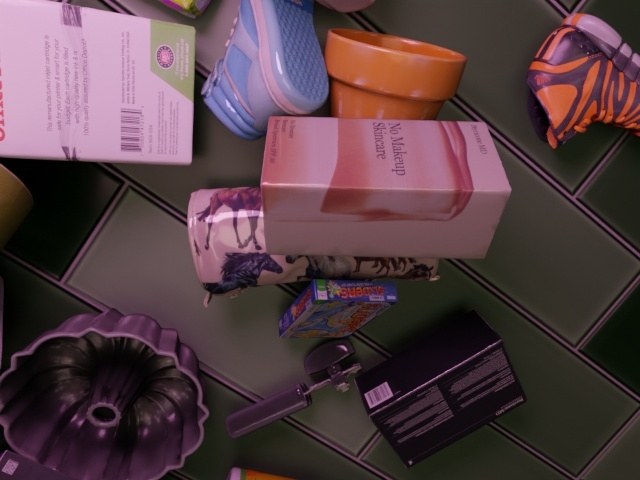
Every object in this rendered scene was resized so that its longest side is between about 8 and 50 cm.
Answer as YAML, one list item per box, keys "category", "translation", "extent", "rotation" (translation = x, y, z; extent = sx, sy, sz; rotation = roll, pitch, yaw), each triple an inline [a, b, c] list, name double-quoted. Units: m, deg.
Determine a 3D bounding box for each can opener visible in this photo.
- category: "can opener"
  translation: [-0.050, 0.283, 0.908]
  extent: [0.280, 0.074, 0.093]
  rotation: [-29, 70, 0]

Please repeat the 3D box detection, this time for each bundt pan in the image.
- category: "bundt pan"
  translation: [-0.351, 0.256, 0.819]
  extent: [0.330, 0.124, 0.331]
  rotation: [-2, 113, -5]

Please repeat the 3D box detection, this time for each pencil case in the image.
- category: "pencil case"
  translation: [0.000, 0.000, 0.787]
  extent: [0.409, 0.160, 0.184]
  rotation: [-3, 114, -4]

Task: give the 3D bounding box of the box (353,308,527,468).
- category: "box"
  translation: [0.222, 0.276, 0.887]
  extent: [0.261, 0.103, 0.184]
  rotation: [-30, 118, 2]

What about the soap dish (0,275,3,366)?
- category: "soap dish"
  translation: [-0.642, 0.161, 0.731]
  extent: [0.290, 0.229, 0.118]
  rotation: [-27, 146, 2]

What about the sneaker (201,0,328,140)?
- category: "sneaker"
  translation: [-0.109, -0.302, 0.725]
  extent: [0.127, 0.208, 0.319]
  rotation: [9, 67, -44]

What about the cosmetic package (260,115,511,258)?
- category: "cosmetic package"
  translation: [0.075, -0.071, 0.643]
  extent: [0.295, 0.153, 0.129]
  rotation: [1, 137, -2]

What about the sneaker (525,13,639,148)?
- category: "sneaker"
  translation: [0.480, -0.210, 0.814]
  extent: [0.321, 0.124, 0.180]
  rotation: [37, 102, -2]

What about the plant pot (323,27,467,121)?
- category: "plant pot"
  translation: [0.096, -0.205, 0.739]
  extent: [0.204, 0.205, 0.188]
  rotation: [7, 119, -7]

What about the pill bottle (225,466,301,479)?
- category: "pill bottle"
  translation: [-0.070, 0.532, 0.923]
  extent: [0.245, 0.136, 0.137]
  rotation: [16, 102, -9]

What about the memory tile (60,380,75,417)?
- category: "memory tile"
  translation: [-0.512, 0.310, 0.890]
  extent: [0.113, 0.012, 0.148]
  rotation: [0, 104, -6]

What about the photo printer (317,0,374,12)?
- category: "photo printer"
  translation: [-0.007, -0.496, 0.610]
  extent: [0.256, 0.107, 0.308]
  rotation: [5, 89, -51]

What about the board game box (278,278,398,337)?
- category: "board game box"
  translation: [0.021, 0.118, 0.798]
  extent: [0.136, 0.201, 0.035]
  rotation: [3, 62, -20]

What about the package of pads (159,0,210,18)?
- category: "package of pads"
  translation: [-0.210, -0.501, 0.672]
  extent: [0.229, 0.101, 0.297]
  rotation: [26, 101, -11]

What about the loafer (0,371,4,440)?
- category: "loafer"
  translation: [-0.593, 0.256, 0.835]
  extent: [0.078, 0.076, 0.224]
  rotation: [-10, 101, 5]

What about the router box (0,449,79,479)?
- category: "router box"
  translation: [-0.436, 0.465, 0.812]
  extent: [0.308, 0.081, 0.242]
  rotation: [39, 135, -23]

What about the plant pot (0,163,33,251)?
- category: "plant pot"
  translation: [-0.559, 0.025, 0.584]
  extent: [0.274, 0.275, 0.294]
  rotation: [17, 65, -9]

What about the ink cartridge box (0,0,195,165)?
- category: "ink cartridge box"
  translation: [-0.327, -0.215, 0.680]
  extent: [0.272, 0.114, 0.199]
  rotation: [-1, 105, -28]
